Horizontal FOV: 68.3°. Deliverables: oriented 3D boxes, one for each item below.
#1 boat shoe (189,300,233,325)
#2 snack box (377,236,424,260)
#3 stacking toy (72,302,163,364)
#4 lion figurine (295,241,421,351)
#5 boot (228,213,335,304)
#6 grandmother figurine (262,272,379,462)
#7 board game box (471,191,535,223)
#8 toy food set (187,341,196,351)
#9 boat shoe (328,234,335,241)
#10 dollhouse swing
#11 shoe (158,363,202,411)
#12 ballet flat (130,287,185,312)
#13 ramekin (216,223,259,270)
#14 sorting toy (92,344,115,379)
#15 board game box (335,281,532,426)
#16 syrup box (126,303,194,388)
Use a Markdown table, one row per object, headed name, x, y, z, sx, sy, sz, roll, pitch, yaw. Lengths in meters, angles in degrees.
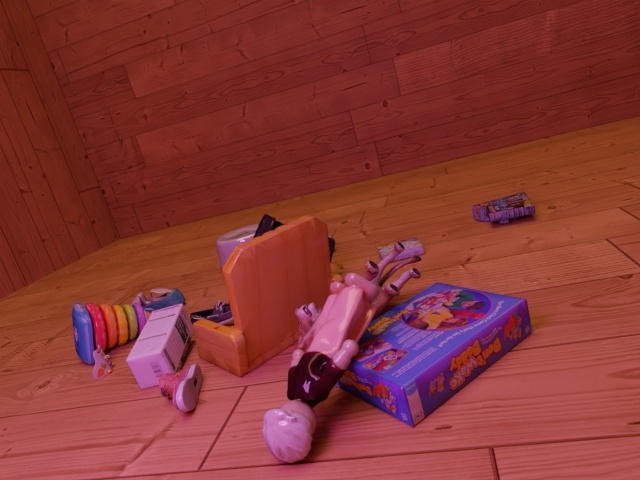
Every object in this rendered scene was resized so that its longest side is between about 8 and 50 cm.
| name | x | y | z | sx | sy | sz | roll | pitch | yaw |
| --- | --- | --- | --- | --- | --- | --- | --- | --- | --- |
| boat shoe | -0.302 | 0.213 | 1.388 | 0.206 | 0.064 | 0.075 | -23 | 2 | 22 |
| snack box | 0.270 | 0.033 | 1.596 | 0.141 | 0.037 | 0.100 | -15 | 16 | 3 |
| stacking toy | -0.618 | 0.263 | 1.511 | 0.302 | 0.165 | 0.175 | -8 | 16 | -36 |
| lion figurine | 0.111 | 0.146 | 1.152 | 0.392 | 0.142 | 0.240 | -11 | -37 | -56 |
| boot | -0.120 | 0.110 | 1.499 | 0.260 | 0.347 | 0.131 | 25 | -2 | -15 |
| grandmother figurine | 0.004 | 0.218 | 0.836 | 0.342 | 0.104 | 0.208 | -61 | 5 | -32 |
| board game box | 0.644 | -0.105 | 1.677 | 0.194 | 0.060 | 0.194 | -12 | 15 | 18 |
| toy food set | -0.420 | 0.303 | 1.340 | 0.122 | 0.019 | 0.078 | -11 | 15 | 16 |
| boat shoe | 0.000 | 0.000 | 1.949 | 0.076 | 0.080 | 0.229 | -26 | 10 | -31 |
| dollhouse swing | -0.153 | 0.113 | 1.209 | 0.347 | 0.304 | 0.315 | -27 | 19 | -36 |
| shoe | -0.317 | 0.333 | 1.042 | 0.081 | 0.063 | 0.178 | -18 | 9 | -2 |
| ballet flat | -0.619 | 0.224 | 1.720 | 0.248 | 0.087 | 0.083 | -16 | 15 | 2 |
| ramekin | -0.320 | 0.025 | 2.061 | 0.278 | 0.135 | 0.277 | -15 | 14 | 4 |
| sorting toy | -0.614 | 0.333 | 1.320 | 0.045 | 0.075 | 0.083 | -18 | 15 | -8 |
| board game box | 0.211 | 0.201 | 0.937 | 0.347 | 0.078 | 0.233 | -24 | 16 | -30 |
| syrup box | -0.415 | 0.271 | 1.247 | 0.097 | 0.093 | 0.236 | -15 | 22 | 5 |
